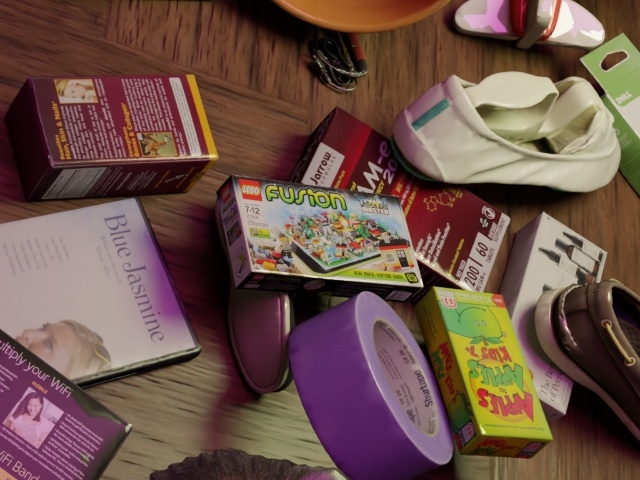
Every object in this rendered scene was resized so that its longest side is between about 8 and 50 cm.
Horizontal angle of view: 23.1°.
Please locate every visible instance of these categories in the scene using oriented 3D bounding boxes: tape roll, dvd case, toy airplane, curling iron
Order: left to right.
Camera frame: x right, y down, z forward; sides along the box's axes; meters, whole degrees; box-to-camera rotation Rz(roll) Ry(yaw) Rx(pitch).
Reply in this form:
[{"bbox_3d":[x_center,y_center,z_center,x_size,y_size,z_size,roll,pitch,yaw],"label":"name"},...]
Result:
[{"bbox_3d":[-0.255,0.060,1.522,0.253,0.022,0.180,-13,71,-35],"label":"dvd case"},{"bbox_3d":[0.003,-0.301,1.870,0.068,0.035,0.274,3,63,-29],"label":"curling iron"},{"bbox_3d":[0.051,0.151,1.552,0.189,0.080,0.189,52,19,-27],"label":"tape roll"},{"bbox_3d":[0.282,-0.430,1.953,0.386,0.272,0.384,-34,72,-21],"label":"toy airplane"}]

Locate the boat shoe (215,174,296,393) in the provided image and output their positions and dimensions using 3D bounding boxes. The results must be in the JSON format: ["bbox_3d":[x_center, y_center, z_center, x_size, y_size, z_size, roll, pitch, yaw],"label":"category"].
[{"bbox_3d":[-0.049,0.046,1.615,0.079,0.084,0.233,16,59,-47],"label":"boat shoe"}]

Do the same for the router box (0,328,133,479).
[{"bbox_3d":[-0.355,0.173,1.345,0.309,0.081,0.243,38,58,-6],"label":"router box"}]

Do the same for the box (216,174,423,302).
[{"bbox_3d":[0.000,0.000,1.589,0.207,0.036,0.114,6,57,-33],"label":"box"}]

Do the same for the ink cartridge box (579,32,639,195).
[{"bbox_3d":[0.408,-0.153,2.006,0.109,0.062,0.209,-32,82,-39],"label":"ink cartridge box"}]

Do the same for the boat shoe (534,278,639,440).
[{"bbox_3d":[0.376,0.146,1.751,0.324,0.097,0.116,38,51,-29],"label":"boat shoe"}]

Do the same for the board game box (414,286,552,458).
[{"bbox_3d":[0.168,0.137,1.630,0.092,0.043,0.181,8,49,-31],"label":"board game box"}]

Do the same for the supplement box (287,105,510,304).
[{"bbox_3d":[0.082,-0.028,1.737,0.239,0.073,0.130,32,52,-10],"label":"supplement box"}]

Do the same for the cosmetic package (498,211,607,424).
[{"bbox_3d":[0.250,0.088,1.777,0.099,0.060,0.239,30,53,-11],"label":"cosmetic package"}]

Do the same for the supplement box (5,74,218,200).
[{"bbox_3d":[-0.213,-0.106,1.603,0.188,0.081,0.104,-5,67,-33],"label":"supplement box"}]

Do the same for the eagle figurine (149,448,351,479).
[{"bbox_3d":[-0.014,0.314,1.416,0.298,0.226,0.225,17,76,-27],"label":"eagle figurine"}]

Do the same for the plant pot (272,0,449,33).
[{"bbox_3d":[0.050,-0.409,1.784,0.291,0.291,0.203,30,32,-12],"label":"plant pot"}]

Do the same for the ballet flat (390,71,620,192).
[{"bbox_3d":[0.251,-0.132,1.808,0.400,0.139,0.139,-3,65,-45],"label":"ballet flat"}]
